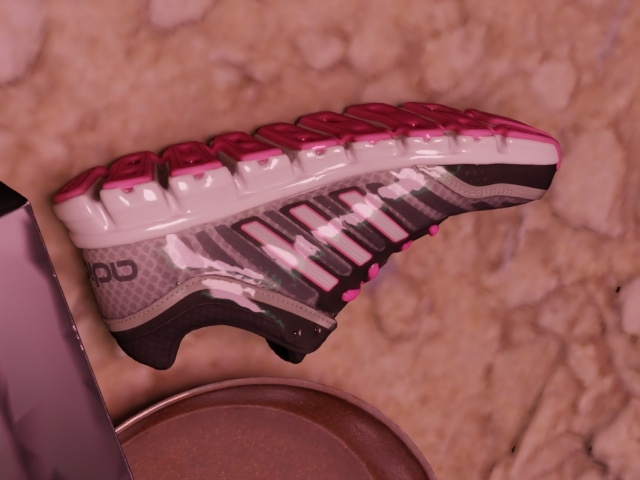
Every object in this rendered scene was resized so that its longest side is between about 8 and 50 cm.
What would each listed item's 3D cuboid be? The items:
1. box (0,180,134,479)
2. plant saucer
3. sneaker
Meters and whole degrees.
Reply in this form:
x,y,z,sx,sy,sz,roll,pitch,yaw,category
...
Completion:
x,y,z,sx,sy,sz,roll,pitch,yaw,category
-0.079,0.022,0.343,0.052,0.083,0.062,-24,110,-17,box
-0.032,0.126,0.608,0.168,0.029,0.168,-5,102,-24,plant saucer
0.000,0.000,0.579,0.170,0.063,0.075,-12,105,-17,sneaker
